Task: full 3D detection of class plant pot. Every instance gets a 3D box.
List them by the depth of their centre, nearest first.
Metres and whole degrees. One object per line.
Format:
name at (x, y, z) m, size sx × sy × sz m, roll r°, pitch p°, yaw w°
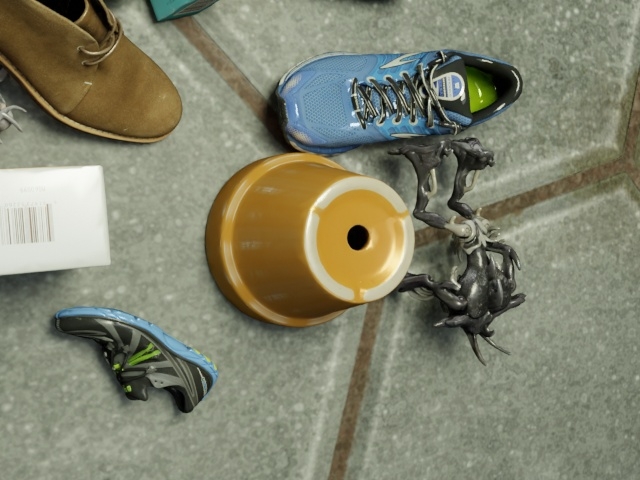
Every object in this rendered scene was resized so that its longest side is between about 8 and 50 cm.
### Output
plant pot at (0.000, 0.000, 0.822) m, size 0.205 × 0.188 × 0.205 m, roll 0°, pitch 90°, yaw -27°

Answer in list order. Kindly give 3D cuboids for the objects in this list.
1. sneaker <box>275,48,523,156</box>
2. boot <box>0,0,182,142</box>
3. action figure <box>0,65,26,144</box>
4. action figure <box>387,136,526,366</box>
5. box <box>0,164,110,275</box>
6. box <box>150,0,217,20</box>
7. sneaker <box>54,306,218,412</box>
sneaker at (0.101, -0.181, 0.897) m, size 0.330 × 0.147 × 0.129 m, roll -14°, pitch 96°, yaw -25°
boot at (-0.226, -0.181, 0.709) m, size 0.305 × 0.115 × 0.112 m, roll 34°, pitch 67°, yaw -49°
action figure at (-0.390, -0.192, 0.678) m, size 0.285 × 0.099 × 0.185 m, roll 43°, pitch 58°, yaw -25°
action figure at (0.167, 0.013, 0.937) m, size 0.164 × 0.141 × 0.275 m, roll -11°, pitch 94°, yaw -30°
box at (-0.278, -0.019, 0.693) m, size 0.130 × 0.170 × 0.090 m, roll -6°, pitch 94°, yaw -27°
box at (-0.166, -0.367, 0.781) m, size 0.060 × 0.101 × 0.244 m, roll -28°, pitch 102°, yaw -41°
sneaker at (-0.196, 0.126, 0.792) m, size 0.188 × 0.067 × 0.078 m, roll 35°, pitch 69°, yaw -25°
